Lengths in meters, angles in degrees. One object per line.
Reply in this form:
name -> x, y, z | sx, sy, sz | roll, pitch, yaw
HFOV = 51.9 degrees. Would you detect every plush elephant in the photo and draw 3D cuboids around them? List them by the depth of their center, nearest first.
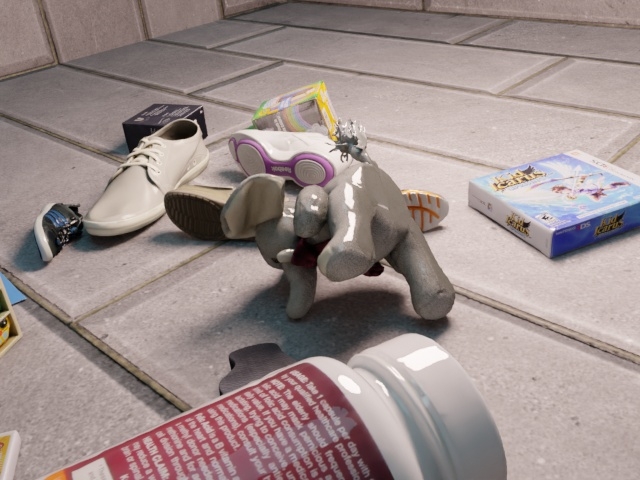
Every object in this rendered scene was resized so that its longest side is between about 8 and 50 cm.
plush elephant -> 0.000, 0.000, 1.023 | 0.272, 0.255, 0.329 | 18, 46, -46

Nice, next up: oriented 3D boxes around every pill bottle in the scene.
pill bottle -> -0.043, 0.243, 0.597 | 0.392, 0.224, 0.224 | -20, 33, -23

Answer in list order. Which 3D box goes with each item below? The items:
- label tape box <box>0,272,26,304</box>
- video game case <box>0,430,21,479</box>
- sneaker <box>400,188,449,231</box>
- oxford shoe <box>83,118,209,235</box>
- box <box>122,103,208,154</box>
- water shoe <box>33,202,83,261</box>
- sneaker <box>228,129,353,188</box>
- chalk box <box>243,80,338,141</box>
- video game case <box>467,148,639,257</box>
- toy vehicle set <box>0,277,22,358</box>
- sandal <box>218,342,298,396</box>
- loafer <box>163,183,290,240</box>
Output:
label tape box -> -0.719, 0.087, 1.113 | 0.334, 0.105, 0.241 | -28, 37, -34
video game case -> -0.461, 0.322, 0.736 | 0.207, 0.026, 0.227 | -11, 29, -9
sneaker -> 0.135, -0.065, 1.250 | 0.215, 0.084, 0.083 | -2, 25, 8
oxford shoe -> -0.382, -0.149, 1.447 | 0.169, 0.130, 0.449 | 5, 33, 16
box -> -0.406, -0.292, 1.734 | 0.158, 0.093, 0.156 | 7, 32, 20
water shoe -> -0.519, -0.029, 1.313 | 0.080, 0.072, 0.203 | -10, 30, -11
sneaker -> -0.068, -0.190, 1.484 | 0.305, 0.114, 0.152 | 18, 34, 27
chalk box -> -0.075, -0.273, 1.576 | 0.213, 0.132, 0.132 | -15, 27, 18
video game case -> 0.460, -0.081, 1.239 | 0.270, 0.061, 0.244 | -17, 30, -18
toy vehicle set -> -0.533, 0.147, 0.911 | 0.035, 0.165, 0.267 | 2, 31, 15
sandal -> -0.070, 0.179, 0.825 | 0.097, 0.054, 0.254 | -11, 3, -4
loafer -> -0.173, -0.057, 1.282 | 0.269, 0.101, 0.092 | 11, 31, 11
